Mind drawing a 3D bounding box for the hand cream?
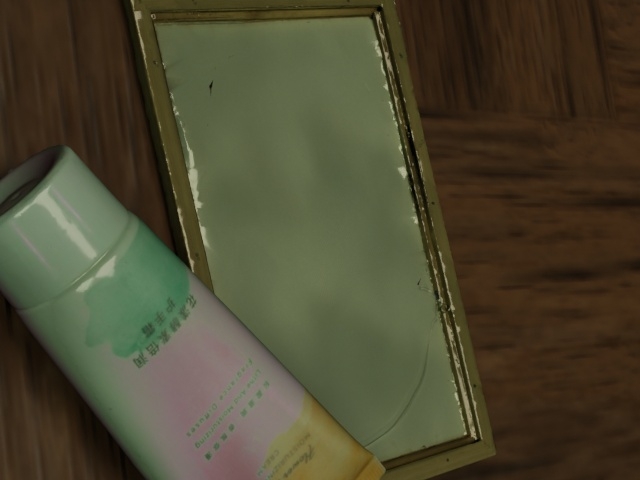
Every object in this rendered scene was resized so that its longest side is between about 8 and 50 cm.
[{"bbox_3d":[-0.047,0.047,0.487,0.076,0.047,0.174,-49,115,-27],"label":"hand cream"}]

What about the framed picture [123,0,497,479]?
[{"bbox_3d":[0.000,0.000,0.565,0.136,0.010,0.201,-10,85,-42],"label":"framed picture"}]
